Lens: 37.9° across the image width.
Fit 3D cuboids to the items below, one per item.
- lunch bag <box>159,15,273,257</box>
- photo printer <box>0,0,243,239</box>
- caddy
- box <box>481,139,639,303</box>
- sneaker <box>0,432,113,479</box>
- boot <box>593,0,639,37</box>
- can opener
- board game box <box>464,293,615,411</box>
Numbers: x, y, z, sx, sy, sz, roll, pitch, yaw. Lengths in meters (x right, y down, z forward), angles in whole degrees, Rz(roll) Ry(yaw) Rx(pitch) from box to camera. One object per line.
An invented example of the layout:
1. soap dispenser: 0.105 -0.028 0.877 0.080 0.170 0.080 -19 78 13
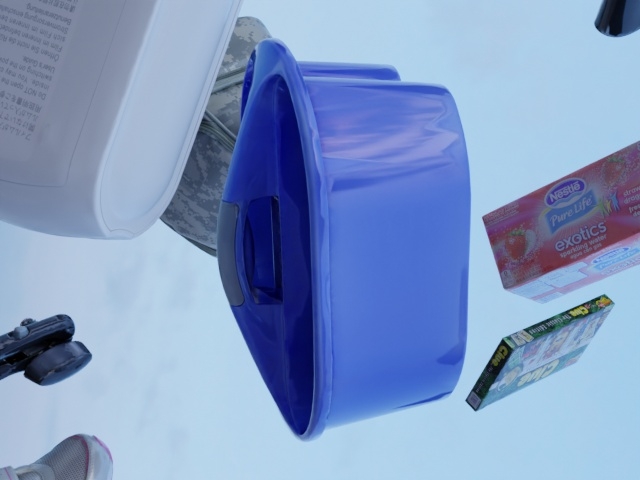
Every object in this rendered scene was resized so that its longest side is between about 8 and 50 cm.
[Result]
1. lunch bag: -0.138 -0.138 1.363 0.256 0.212 0.305 55 -35 11
2. photo printer: -0.187 -0.163 0.680 0.256 0.107 0.308 22 -85 26
3. caddy: 0.000 0.000 0.791 0.241 0.179 0.342 -136 -139 -65
4. box: 0.436 -0.024 1.505 0.299 0.154 0.142 -28 -117 30
5. sneaker: -0.296 0.253 0.814 0.103 0.252 0.111 25 -32 47
6. boot: 0.500 -0.442 1.389 0.246 0.094 0.207 -49 157 -12
7. can opener: -0.320 0.120 0.926 0.073 0.186 0.059 23 -63 38
8. board game box: 0.333 0.166 1.396 0.030 0.259 0.136 48 -46 29
